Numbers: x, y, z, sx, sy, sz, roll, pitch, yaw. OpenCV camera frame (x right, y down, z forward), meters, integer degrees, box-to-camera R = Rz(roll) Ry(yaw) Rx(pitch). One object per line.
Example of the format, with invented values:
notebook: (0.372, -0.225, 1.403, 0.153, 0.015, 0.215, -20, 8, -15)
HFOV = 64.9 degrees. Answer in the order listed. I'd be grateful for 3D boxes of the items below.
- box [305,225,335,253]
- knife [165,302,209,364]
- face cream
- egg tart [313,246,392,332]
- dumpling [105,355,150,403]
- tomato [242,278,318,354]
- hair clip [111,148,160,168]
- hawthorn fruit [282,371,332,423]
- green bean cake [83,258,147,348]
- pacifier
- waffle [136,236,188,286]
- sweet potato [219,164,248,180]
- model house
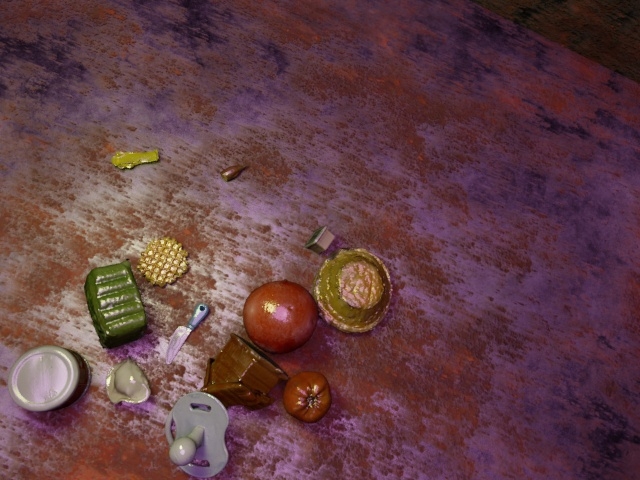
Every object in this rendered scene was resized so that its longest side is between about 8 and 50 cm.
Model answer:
box: (0.000, 0.000, 1.939, 0.062, 0.122, 0.089, 38, 70, -10)
knife: (-0.487, 0.328, 1.801, 0.058, 0.032, 0.244, 36, 75, -1)
face cream: (-0.859, 0.441, 1.609, 0.201, 0.187, 0.201, 3, 73, -10)
egg tart: (0.133, 0.178, 1.903, 0.341, 0.132, 0.341, 3, 72, -10)
dumpling: (-0.652, 0.485, 1.682, 0.134, 0.100, 0.169, -36, 82, -15)
tomato: (-0.141, 0.271, 1.750, 0.264, 0.265, 0.265, 3, 74, -10)
hair clip: (-0.710, -0.316, 1.931, 0.173, 0.046, 0.072, -13, 74, -16)
hawthorn fruit: (-0.044, 0.536, 1.742, 0.189, 0.189, 0.189, 3, 74, -10)
green bean cake: (-0.680, 0.218, 1.667, 0.156, 0.250, 0.247, -16, 78, -27)
pacifier: (-0.416, 0.636, 1.608, 0.238, 0.226, 0.287, 6, 92, 10)
waffle: (-0.574, 0.077, 1.847, 0.191, 0.038, 0.191, 3, 74, -9)
sweet potato: (-0.339, -0.274, 1.989, 0.117, 0.049, 0.049, -28, 81, -17)
model house: (-0.271, 0.476, 1.729, 0.229, 0.219, 0.199, -48, 129, -12)
